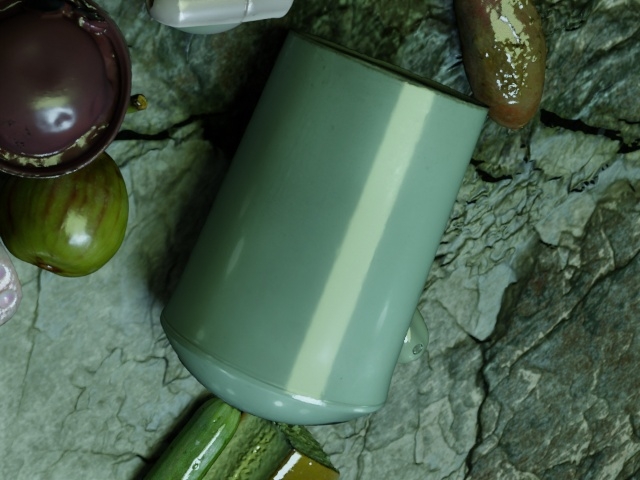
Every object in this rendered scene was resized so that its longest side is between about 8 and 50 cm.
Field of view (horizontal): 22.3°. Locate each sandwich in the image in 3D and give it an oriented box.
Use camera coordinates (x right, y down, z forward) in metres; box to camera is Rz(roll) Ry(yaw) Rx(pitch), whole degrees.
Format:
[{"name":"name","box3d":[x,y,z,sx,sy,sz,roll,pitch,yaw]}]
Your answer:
[{"name":"sandwich","box3d":[-0.097,0.332,2.074,0.235,0.122,0.128,-51,135,2]}]

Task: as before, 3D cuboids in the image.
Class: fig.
[{"name":"fig","box3d":[-0.272,-0.057,1.739,0.142,0.148,0.186,4,75,-37]}]

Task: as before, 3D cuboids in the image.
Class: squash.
[{"name":"squash","box3d":[-0.182,0.295,2.032,0.229,0.066,0.066,-53,132,-2]}]

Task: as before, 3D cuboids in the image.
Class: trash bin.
[{"name":"trash bin","box3d":[0.000,0.000,1.865,0.280,0.280,0.432,14,102,-40]}]

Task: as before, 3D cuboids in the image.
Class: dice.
[{"name":"dice","box3d":[-0.378,0.043,1.735,0.093,0.091,0.094,-29,127,-20]}]

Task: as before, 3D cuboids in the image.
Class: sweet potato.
[{"name":"sweet potato","box3d":[0.200,-0.295,1.960,0.109,0.109,0.385,-33,124,-17]}]

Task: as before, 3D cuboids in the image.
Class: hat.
[{"name":"hat","box3d":[-0.284,-0.164,1.644,0.206,0.089,0.205,1,85,-16]}]

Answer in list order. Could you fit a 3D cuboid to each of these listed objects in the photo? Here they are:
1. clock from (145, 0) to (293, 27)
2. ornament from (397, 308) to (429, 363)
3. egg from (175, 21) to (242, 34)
[{"name":"clock","box3d":[-0.127,-0.404,1.519,0.184,0.342,0.325,-11,129,-37]},{"name":"ornament","box3d":[0.091,0.093,2.113,0.075,0.081,0.156,-20,129,16]},{"name":"egg","box3d":[-0.127,-0.272,1.734,0.135,0.103,0.103,4,112,-40]}]
